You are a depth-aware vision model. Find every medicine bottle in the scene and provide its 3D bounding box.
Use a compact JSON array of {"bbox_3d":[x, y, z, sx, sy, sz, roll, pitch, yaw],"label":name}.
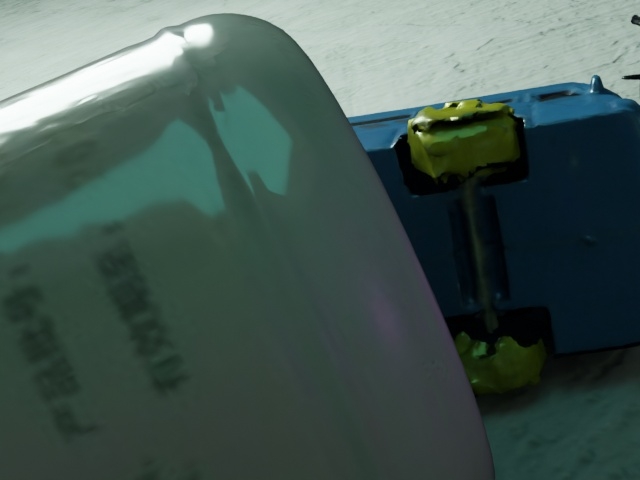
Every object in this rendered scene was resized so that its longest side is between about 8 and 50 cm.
[{"bbox_3d":[-0.111,0.070,0.451,0.302,0.241,0.241,-24,25,-4],"label":"medicine bottle"}]

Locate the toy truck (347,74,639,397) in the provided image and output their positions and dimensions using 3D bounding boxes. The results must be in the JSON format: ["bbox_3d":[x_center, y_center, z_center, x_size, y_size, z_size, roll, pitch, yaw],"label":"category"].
[{"bbox_3d":[0.000,0.000,0.662,0.384,0.161,0.162,-8,15,13],"label":"toy truck"}]

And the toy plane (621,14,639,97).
[{"bbox_3d":[0.333,-0.104,0.803,0.155,0.106,0.382,-5,17,-13],"label":"toy plane"}]
